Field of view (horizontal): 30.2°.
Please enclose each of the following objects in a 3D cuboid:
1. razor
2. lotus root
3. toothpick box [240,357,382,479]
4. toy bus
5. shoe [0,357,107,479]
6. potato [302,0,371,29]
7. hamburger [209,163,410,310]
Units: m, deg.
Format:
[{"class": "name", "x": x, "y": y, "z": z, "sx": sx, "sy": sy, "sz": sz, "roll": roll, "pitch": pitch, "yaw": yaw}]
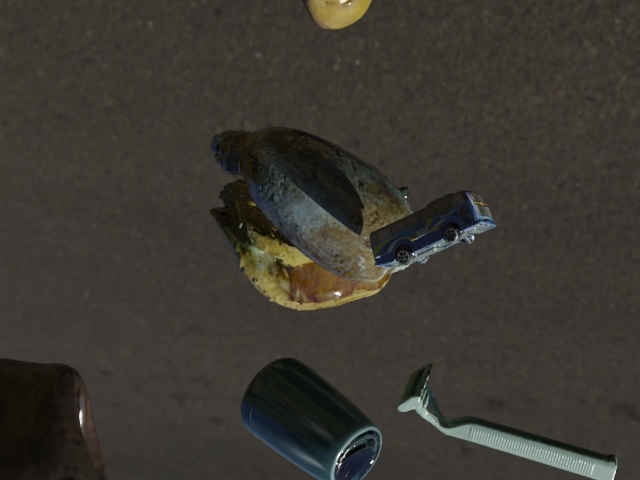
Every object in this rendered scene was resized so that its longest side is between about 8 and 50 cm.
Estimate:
[{"class": "razor", "x": 0.232, "y": 0.243, "z": 1.480, "sx": 0.277, "sy": 0.056, "sz": 0.111, "roll": 23, "pitch": -162, "yaw": 7}, {"class": "lotus root", "x": -0.005, "y": -0.072, "z": 1.585, "sx": 0.322, "sy": 0.158, "sz": 0.140, "roll": 38, "pitch": 122, "yaw": 12}, {"class": "toothpick box", "x": -0.010, "y": 0.249, "z": 1.595, "sx": 0.184, "sy": 0.120, "sz": 0.120, "roll": 33, "pitch": 170, "yaw": 37}, {"class": "toy bus", "x": 0.131, "y": -0.010, "z": 1.414, "sx": 0.153, "sy": 0.061, "sz": 0.051, "roll": -27, "pitch": 163, "yaw": 31}, {"class": "shoe", "x": -0.339, "y": 0.190, "z": 1.154, "sx": 0.384, "sy": 0.237, "sz": 0.171, "roll": 53, "pitch": 157, "yaw": 24}, {"class": "potato", "x": 0.020, "y": -0.401, "z": 1.739, "sx": 0.137, "sy": 0.137, "sz": 0.176, "roll": -8, "pitch": 113, "yaw": 46}, {"class": "hamburger", "x": 0.000, "y": 0.000, "z": 1.781, "sx": 0.308, "sy": 0.211, "sz": 0.132, "roll": -8, "pitch": 147, "yaw": -25}]
